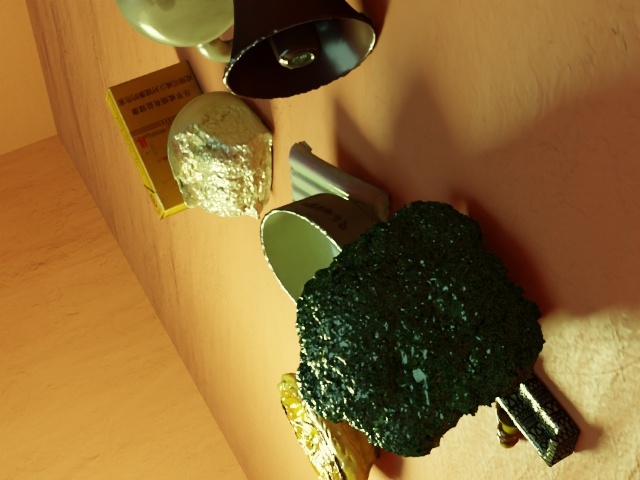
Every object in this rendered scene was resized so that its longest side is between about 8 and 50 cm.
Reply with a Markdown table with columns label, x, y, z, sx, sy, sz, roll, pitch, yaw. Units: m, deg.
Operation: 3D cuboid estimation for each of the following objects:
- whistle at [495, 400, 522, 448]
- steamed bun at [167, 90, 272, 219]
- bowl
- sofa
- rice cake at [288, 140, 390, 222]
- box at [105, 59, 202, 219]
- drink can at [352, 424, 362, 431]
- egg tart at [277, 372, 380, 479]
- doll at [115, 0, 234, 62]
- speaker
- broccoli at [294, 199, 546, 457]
| label | x | y | z | sx | sy | sz | roll | pitch | yaw |
| --- | --- | --- | --- | --- | --- | --- | --- | --- | --- |
| whistle | 0.239 | 0.235 | 1.360 | 0.057 | 0.046 | 0.109 | 43 | 160 | 20 |
| steamed bun | -0.183 | -0.132 | 1.876 | 0.200 | 0.170 | 0.225 | 45 | 154 | 37 |
| bowl | 0.026 | 0.020 | 1.457 | 0.211 | 0.112 | 0.211 | 34 | 144 | 30 |
| sofa | 0.261 | 0.210 | 1.271 | 0.118 | 0.039 | 0.060 | 53 | 157 | 34 |
| rice cake | 0.024 | -0.043 | 1.551 | 0.198 | 0.037 | 0.189 | 37 | 146 | 32 |
| box | -0.293 | -0.201 | 2.081 | 0.274 | 0.174 | 0.076 | 65 | 162 | 5 |
| drink can | 0.096 | 0.219 | 1.648 | 0.097 | 0.097 | 0.235 | 57 | 159 | 26 |
| egg tart | 0.025 | 0.362 | 1.982 | 0.290 | 0.115 | 0.290 | 55 | 161 | 30 |
| doll | -0.242 | -0.453 | 1.590 | 0.370 | 0.215 | 0.226 | 59 | 176 | 16 |
| speaker | -0.047 | -0.350 | 1.367 | 0.259 | 0.198 | 0.330 | 23 | -133 | -57 |
| broccoli | 0.119 | 0.109 | 1.249 | 0.275 | 0.308 | 0.308 | 36 | -172 | -45 |
